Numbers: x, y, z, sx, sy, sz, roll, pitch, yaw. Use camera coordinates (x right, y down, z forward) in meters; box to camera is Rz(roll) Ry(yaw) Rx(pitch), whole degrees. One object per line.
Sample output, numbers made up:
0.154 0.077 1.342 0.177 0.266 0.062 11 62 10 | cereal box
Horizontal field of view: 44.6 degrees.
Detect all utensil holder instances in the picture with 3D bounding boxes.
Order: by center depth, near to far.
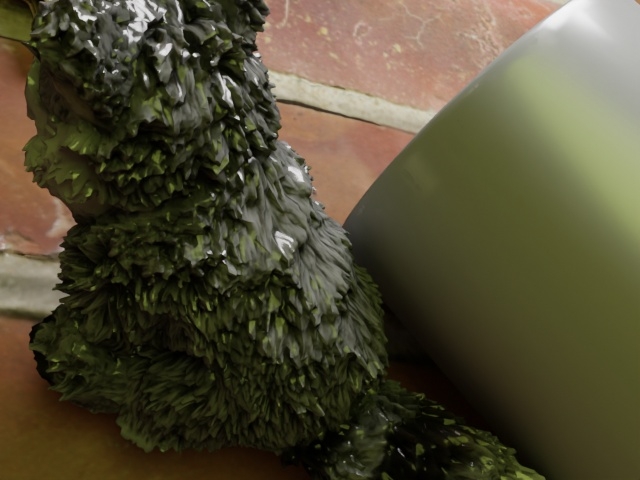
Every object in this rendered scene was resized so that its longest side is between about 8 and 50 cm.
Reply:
0.247 0.046 0.617 0.327 0.327 0.385 -36 79 -32 | utensil holder

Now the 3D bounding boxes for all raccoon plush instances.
0.000 0.000 0.511 0.446 0.299 0.216 21 44 2 | raccoon plush

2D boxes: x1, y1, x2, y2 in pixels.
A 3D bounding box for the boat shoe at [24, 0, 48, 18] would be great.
-0.256 -0.242 0.711 0.059 0.063 0.170 -19 73 -35 | boat shoe
